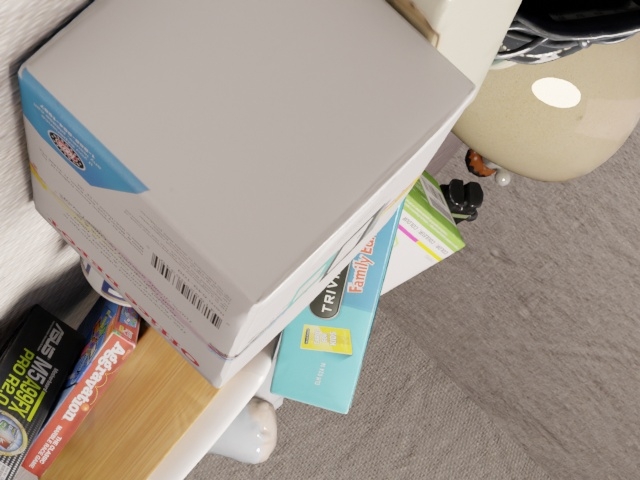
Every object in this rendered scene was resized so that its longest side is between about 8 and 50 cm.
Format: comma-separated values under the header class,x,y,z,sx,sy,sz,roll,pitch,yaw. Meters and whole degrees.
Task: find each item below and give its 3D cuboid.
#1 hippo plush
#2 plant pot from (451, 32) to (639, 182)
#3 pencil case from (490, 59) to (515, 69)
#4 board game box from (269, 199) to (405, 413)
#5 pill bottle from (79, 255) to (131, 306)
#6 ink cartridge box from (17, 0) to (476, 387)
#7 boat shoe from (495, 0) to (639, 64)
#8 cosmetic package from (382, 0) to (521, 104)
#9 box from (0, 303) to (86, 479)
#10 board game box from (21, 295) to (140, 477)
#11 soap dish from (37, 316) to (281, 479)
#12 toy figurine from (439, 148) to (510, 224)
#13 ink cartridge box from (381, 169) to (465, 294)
class,x,y,z,sx,sy,sz,roll,pitch,yaw
hippo plush,-0.161,0.114,1.753,0.294,0.234,0.237,-1,137,-15
plant pot,0.215,-0.218,1.729,0.191,0.284,0.284,7,138,-36
pencil case,0.243,-0.319,1.529,0.410,0.160,0.183,-41,158,-40
board game box,0.041,-0.055,1.368,0.254,0.079,0.336,-70,174,-57
pill bottle,-0.142,-0.015,1.224,0.094,0.094,0.169,-43,174,-24
ink cartridge box,-0.059,-0.056,1.001,0.197,0.198,0.270,-44,175,-17
boat shoe,0.186,-0.211,1.106,0.186,0.156,0.500,-12,169,-4
cosmetic package,0.045,-0.177,1.023,0.113,0.160,0.309,-42,170,-15
box,-0.315,0.205,1.311,0.216,0.060,0.270,-49,-168,27
board game box,-0.214,0.107,1.409,0.145,0.027,0.281,-55,-169,9
soap dish,-0.149,0.127,1.461,0.291,0.118,0.229,-51,-168,30
toy figurine,0.154,-0.129,2.006,0.209,0.213,0.148,-45,-176,-29
ink cartridge box,0.000,0.000,1.658,0.255,0.097,0.189,-32,146,16
